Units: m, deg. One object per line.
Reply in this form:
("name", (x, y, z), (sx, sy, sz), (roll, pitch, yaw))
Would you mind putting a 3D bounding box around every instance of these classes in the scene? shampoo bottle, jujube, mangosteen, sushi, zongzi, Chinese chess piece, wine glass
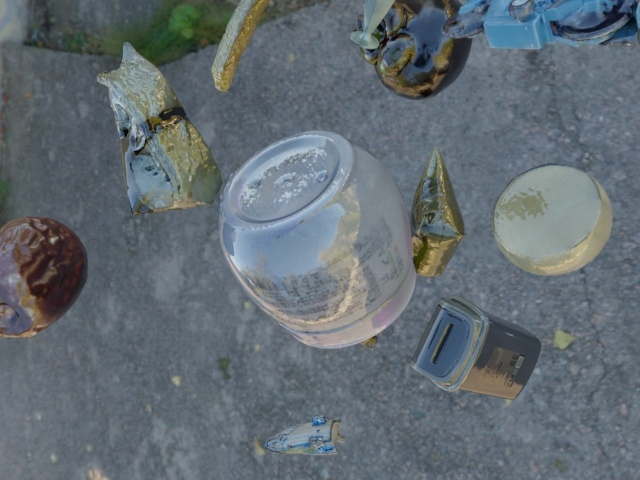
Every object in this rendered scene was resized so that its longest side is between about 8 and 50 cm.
("shampoo bottle", (0.000, 0.000, 0.982), (0.273, 0.273, 0.266), (22, 150, 43))
("jujube", (-0.512, 0.058, 1.171), (0.243, 0.183, 0.183), (-99, 28, -63))
("mangosteen", (0.217, -0.478, 1.581), (0.233, 0.287, 0.287), (89, 169, -80))
("sushi", (-0.238, -0.171, 0.989), (0.109, 0.134, 0.273), (10, 115, 61))
("zongzi", (0.319, -0.075, 1.873), (0.274, 0.145, 0.300), (93, 178, -60))
("Chinese chess piece", (0.499, -0.046, 1.428), (0.250, 0.103, 0.250), (-19, 53, 27))
("wine glass", (0.110, -0.469, 1.321), (0.073, 0.073, 0.155), (56, 141, 28))

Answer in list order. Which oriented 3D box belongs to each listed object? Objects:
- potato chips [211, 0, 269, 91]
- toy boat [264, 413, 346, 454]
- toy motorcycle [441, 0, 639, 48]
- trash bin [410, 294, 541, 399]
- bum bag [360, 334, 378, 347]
("potato chips", (-0.166, -0.497, 1.485), (0.057, 0.080, 0.407), (45, 125, 14))
("toy boat", (-0.044, 0.449, 1.492), (0.210, 0.066, 0.084), (-18, 41, 28))
("toy motorcycle", (0.295, -0.303, 0.827), (0.272, 0.182, 0.123), (23, 150, 48))
("trash bin", (0.367, 0.260, 1.574), (0.182, 0.290, 0.209), (35, 103, 61))
("bum bag", (0.172, 0.197, 1.925), (0.102, 0.248, 0.069), (47, 147, -23))
